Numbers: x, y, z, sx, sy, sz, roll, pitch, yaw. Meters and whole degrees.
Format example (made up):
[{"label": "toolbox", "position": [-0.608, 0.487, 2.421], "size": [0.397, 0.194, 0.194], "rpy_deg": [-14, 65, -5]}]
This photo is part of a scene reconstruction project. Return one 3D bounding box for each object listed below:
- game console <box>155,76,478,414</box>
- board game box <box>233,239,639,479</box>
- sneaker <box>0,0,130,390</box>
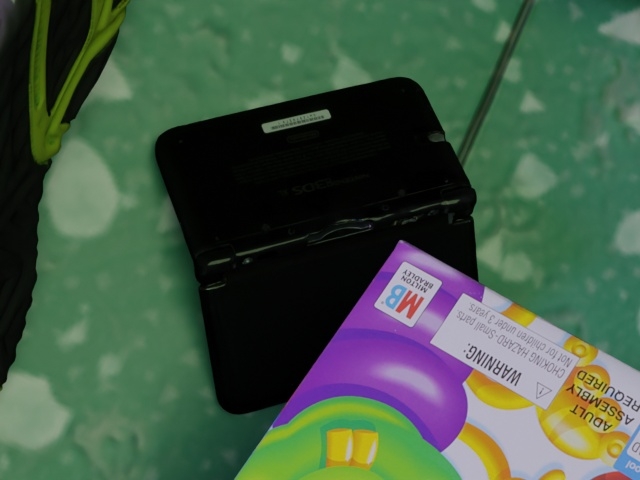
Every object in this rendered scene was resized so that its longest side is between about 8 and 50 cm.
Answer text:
[{"label": "game console", "position": [0.000, 0.000, 0.626], "size": [0.122, 0.071, 0.107], "rpy_deg": [-14, 59, -15]}, {"label": "board game box", "position": [0.022, 0.166, 0.525], "size": [0.144, 0.142, 0.275], "rpy_deg": [29, 77, 26]}, {"label": "sneaker", "position": [-0.184, -0.022, 0.536], "size": [0.147, 0.145, 0.385], "rpy_deg": [18, 78, 9]}]
